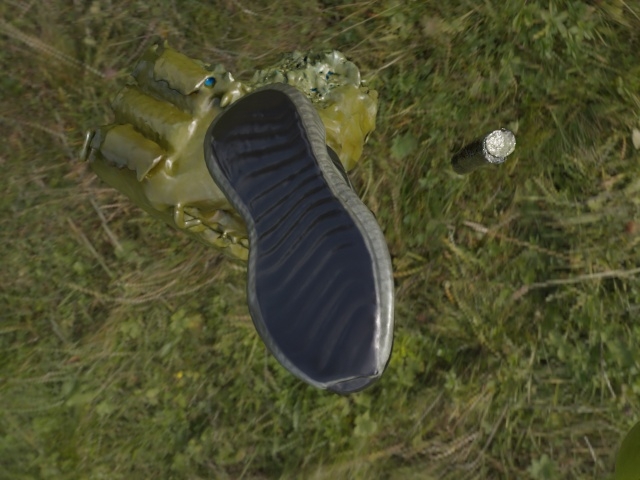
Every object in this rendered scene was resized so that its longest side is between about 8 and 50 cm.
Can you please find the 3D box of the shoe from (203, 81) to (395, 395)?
[{"bbox_3d":[0.000,0.000,0.621,0.099,0.112,0.227,-29,64,12],"label":"shoe"}]

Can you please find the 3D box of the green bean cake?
[{"bbox_3d":[-0.077,-0.121,1.068,0.202,0.310,0.285,32,91,33],"label":"green bean cake"}]

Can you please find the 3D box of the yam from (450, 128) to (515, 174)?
[{"bbox_3d":[0.132,-0.072,0.786,0.027,0.129,0.033,44,82,-2],"label":"yam"}]

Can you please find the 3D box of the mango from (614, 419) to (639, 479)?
[{"bbox_3d":[0.441,0.220,0.944,0.273,0.185,0.149,-21,68,21],"label":"mango"}]
